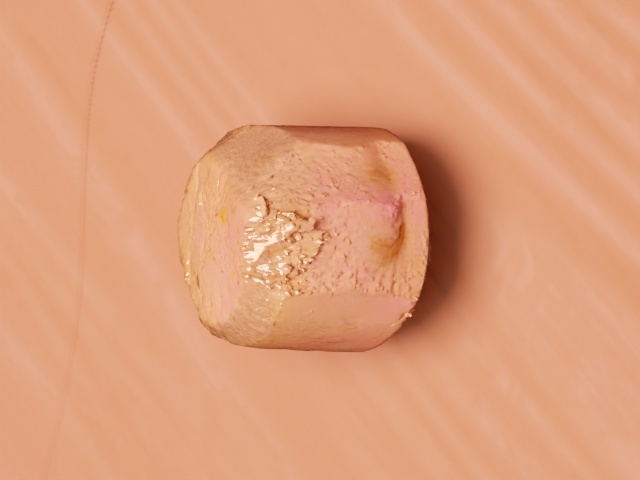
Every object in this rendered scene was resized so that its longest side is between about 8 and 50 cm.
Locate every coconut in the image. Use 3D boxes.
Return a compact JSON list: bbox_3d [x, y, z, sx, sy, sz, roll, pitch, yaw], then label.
[{"bbox_3d":[0.000,0.000,0.954,0.116,0.122,0.116,2,92,62],"label":"coconut"}]
